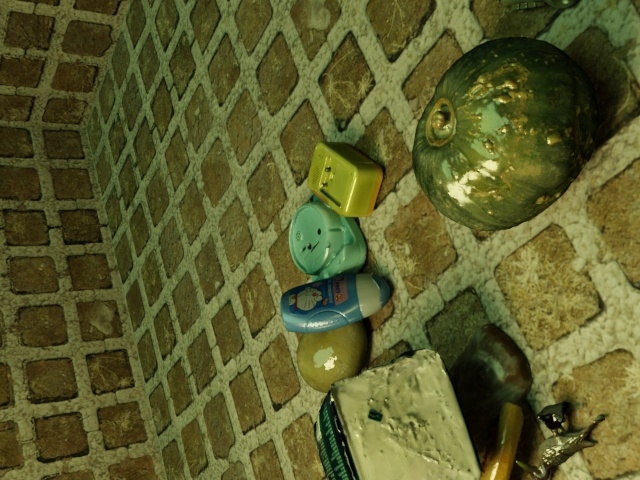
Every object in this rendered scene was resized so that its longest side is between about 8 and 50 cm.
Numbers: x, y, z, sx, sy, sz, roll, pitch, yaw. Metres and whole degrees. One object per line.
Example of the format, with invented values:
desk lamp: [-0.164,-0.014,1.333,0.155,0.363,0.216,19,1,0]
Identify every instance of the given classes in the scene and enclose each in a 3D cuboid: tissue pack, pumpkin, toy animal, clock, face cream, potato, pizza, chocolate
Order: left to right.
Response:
clock: [0.000,0.000,1.799,0.223,0.094,0.274,-53,51,41]
potato: [0.030,0.270,1.723,0.178,0.160,0.235,17,92,16]
face cream: [0.039,0.148,1.647,0.149,0.264,0.083,-95,-12,-45]
clock: [0.059,-0.154,1.705,0.202,0.096,0.143,43,128,47]
tissue pack: [0.134,0.406,1.370,0.416,0.253,0.264,95,157,-66]
chocolate: [0.308,0.302,1.383,0.157,0.080,0.254,55,134,38]
pizza: [0.337,0.430,1.319,0.134,0.056,0.271,-65,-14,-65]
pumpkin: [0.319,-0.182,1.188,0.327,0.257,0.291,130,141,-52]
toy animal: [0.425,0.374,1.234,0.105,0.070,0.202,28,115,24]

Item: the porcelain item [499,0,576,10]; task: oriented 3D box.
porcelain item: [0.416,-0.449,1.211,0.213,0.054,0.084,25,114,51]
